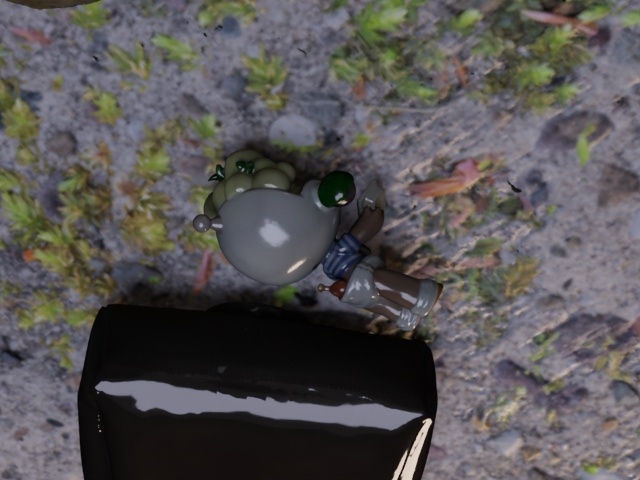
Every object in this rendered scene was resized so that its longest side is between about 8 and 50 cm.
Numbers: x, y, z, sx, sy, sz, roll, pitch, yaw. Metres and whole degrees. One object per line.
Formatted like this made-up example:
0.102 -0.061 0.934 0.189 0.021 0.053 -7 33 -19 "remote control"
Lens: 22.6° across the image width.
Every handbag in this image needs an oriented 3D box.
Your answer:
-0.058 0.176 1.326 0.285 0.113 0.257 7 126 -2 "handbag"

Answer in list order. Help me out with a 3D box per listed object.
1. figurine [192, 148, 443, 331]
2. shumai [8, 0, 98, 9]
0.000 -0.001 1.230 0.197 0.093 0.147 21 143 -11 "figurine"
-0.207 -0.245 1.108 0.201 0.120 0.201 4 117 7 "shumai"
